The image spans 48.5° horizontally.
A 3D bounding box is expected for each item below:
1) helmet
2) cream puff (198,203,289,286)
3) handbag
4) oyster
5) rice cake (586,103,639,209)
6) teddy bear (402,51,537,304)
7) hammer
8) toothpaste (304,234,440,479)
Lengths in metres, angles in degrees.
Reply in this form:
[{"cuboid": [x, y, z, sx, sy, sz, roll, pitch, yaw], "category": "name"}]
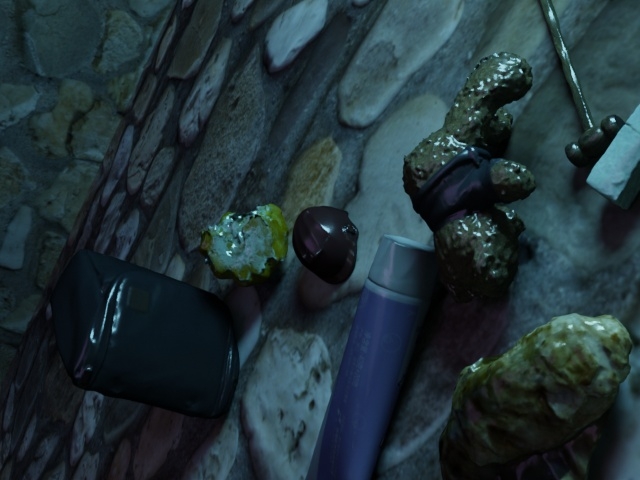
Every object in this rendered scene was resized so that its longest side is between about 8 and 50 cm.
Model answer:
[{"cuboid": [0.000, 0.000, 1.027, 0.098, 0.070, 0.123, -51, 34, 30], "category": "helmet"}, {"cuboid": [-0.117, 0.007, 1.182, 0.156, 0.156, 0.121, -6, 111, 57], "category": "cream puff"}, {"cuboid": [-0.274, 0.145, 1.182, 0.177, 0.302, 0.275, -60, 34, 7], "category": "handbag"}, {"cuboid": [0.172, 0.202, 0.624, 0.166, 0.094, 0.294, 5, 84, 51], "category": "oyster"}, {"cuboid": [0.319, -0.136, 0.607, 0.245, 0.042, 0.045, -58, 44, 23], "category": "rice cake"}, {"cuboid": [0.152, -0.062, 0.755, 0.182, 0.129, 0.251, 84, -171, -72], "category": "teddy bear"}, {"cuboid": [0.262, -0.203, 0.760, 0.058, 0.029, 0.292, -39, 41, 41], "category": "hammer"}, {"cuboid": [0.051, 0.178, 0.849, 0.125, 0.080, 0.371, 33, 107, 59], "category": "toothpaste"}]
